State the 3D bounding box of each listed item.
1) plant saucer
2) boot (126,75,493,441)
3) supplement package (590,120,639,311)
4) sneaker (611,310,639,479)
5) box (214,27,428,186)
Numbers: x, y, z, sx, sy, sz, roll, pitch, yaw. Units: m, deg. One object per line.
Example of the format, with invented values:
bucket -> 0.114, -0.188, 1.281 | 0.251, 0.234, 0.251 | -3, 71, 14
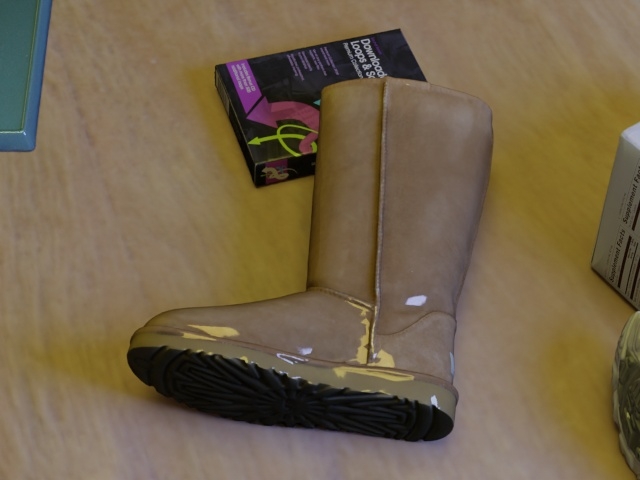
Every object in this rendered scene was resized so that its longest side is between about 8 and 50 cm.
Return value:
plant saucer -> -0.262, -0.149, 1.253 | 0.067, 0.018, 0.192 | -1, 50, -2
boot -> 0.000, 0.000, 1.082 | 0.236, 0.089, 0.269 | 13, 57, -8
supplement package -> 0.335, -0.007, 1.064 | 0.194, 0.149, 0.203 | -29, 57, -23
sneaker -> 0.276, 0.142, 0.993 | 0.115, 0.090, 0.232 | -13, 61, -20
box -> 0.008, -0.110, 1.219 | 0.162, 0.029, 0.116 | -13, 53, -14
